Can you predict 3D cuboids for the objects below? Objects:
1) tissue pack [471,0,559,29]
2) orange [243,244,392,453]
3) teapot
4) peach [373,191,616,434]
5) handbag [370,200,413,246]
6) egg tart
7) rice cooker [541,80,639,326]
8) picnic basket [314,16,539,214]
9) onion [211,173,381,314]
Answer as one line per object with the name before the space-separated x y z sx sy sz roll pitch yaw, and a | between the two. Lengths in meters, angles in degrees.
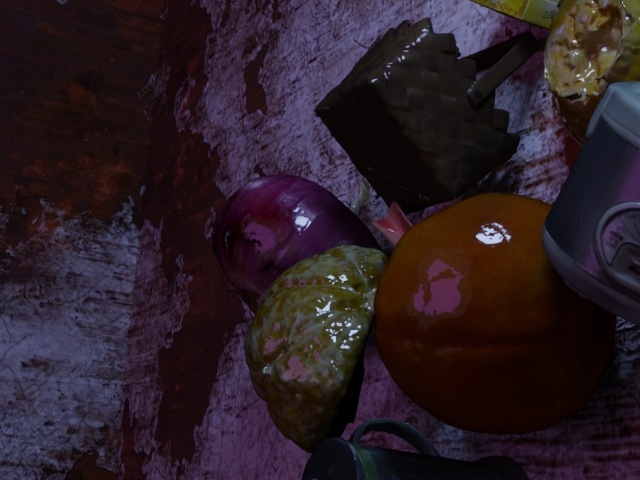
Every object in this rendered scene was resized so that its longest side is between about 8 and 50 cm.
tissue pack | 0.329 -0.394 1.945 0.176 0.095 0.062 41 116 58
orange | -0.008 0.158 1.898 0.369 0.210 0.271 -71 -6 -46
teapot | 0.122 0.379 1.775 0.200 0.337 0.270 -55 34 36
peach | 0.254 0.100 1.657 0.301 0.342 0.343 6 84 43
handbag | 0.183 0.040 1.933 0.059 0.212 0.157 -44 35 3
egg tart | 0.420 -0.277 1.708 0.315 0.120 0.315 -29 56 55
rice cooker | 0.436 -0.044 1.432 0.277 0.288 0.288 -65 31 21
picnic basket | 0.195 -0.230 1.968 0.321 0.291 0.254 -41 12 -24
onion | -0.022 0.023 2.203 0.345 0.358 0.358 -50 33 5
